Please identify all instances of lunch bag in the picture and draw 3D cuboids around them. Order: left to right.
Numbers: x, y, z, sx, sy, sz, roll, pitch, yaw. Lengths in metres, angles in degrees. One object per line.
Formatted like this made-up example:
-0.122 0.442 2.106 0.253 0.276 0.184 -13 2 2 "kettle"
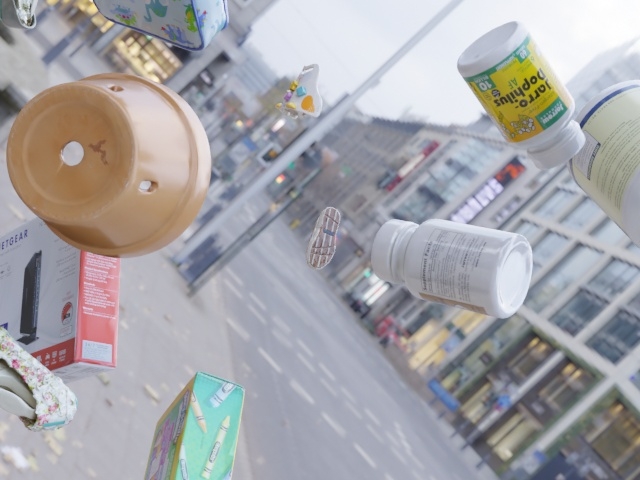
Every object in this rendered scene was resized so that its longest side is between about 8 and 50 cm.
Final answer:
-0.240 -0.373 1.444 0.219 0.090 0.176 23 -33 23 "lunch bag"

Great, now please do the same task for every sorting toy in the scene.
-0.025 -0.215 1.422 0.045 0.075 0.083 23 -6 -24 "sorting toy"

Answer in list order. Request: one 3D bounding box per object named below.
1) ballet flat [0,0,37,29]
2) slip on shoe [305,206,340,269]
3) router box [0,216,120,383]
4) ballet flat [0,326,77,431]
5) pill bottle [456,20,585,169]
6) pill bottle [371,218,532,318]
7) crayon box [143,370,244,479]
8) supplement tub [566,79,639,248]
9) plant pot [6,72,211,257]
-0.507 -0.446 1.678 0.068 0.072 0.213 16 -42 4 "ballet flat"
0.000 0.000 1.889 0.051 0.135 0.041 25 -30 -20 "slip on shoe"
-0.482 0.106 1.787 0.082 0.335 0.301 16 64 -41 "router box"
-0.432 0.178 1.354 0.241 0.091 0.077 28 24 22 "ballet flat"
0.305 -0.211 1.494 0.208 0.117 0.117 52 -1 -20 "pill bottle"
0.201 0.036 1.564 0.229 0.131 0.131 13 -21 35 "pill bottle"
-0.192 0.345 1.408 0.081 0.165 0.278 23 45 -17 "crayon box"
0.588 -0.113 1.713 0.235 0.235 0.325 46 10 -33 "supplement tub"
-0.331 -0.120 1.493 0.291 0.291 0.203 47 7 9 "plant pot"
